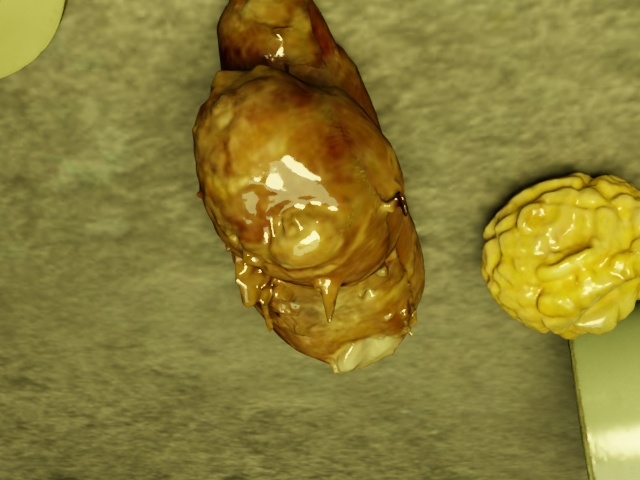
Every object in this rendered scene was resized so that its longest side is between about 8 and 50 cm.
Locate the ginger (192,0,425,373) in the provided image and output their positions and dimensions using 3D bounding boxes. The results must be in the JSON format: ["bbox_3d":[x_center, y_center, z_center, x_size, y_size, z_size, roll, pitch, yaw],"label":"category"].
[{"bbox_3d":[0.000,0.000,0.695,0.176,0.254,0.418,-10,136,6],"label":"ginger"}]

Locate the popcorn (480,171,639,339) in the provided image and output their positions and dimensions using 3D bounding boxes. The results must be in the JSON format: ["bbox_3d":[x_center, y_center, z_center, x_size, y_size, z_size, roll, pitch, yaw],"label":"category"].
[{"bbox_3d":[0.245,0.017,0.754,0.180,0.180,0.170,-37,92,31],"label":"popcorn"}]

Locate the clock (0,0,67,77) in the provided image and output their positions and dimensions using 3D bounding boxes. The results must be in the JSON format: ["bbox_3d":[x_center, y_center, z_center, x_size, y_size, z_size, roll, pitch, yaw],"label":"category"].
[{"bbox_3d":[-0.322,-0.235,0.644,0.234,0.029,0.235,1,132,1],"label":"clock"}]

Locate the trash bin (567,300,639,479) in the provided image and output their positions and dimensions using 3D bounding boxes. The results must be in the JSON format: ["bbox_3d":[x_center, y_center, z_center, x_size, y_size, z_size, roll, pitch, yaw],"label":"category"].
[{"bbox_3d":[0.481,0.163,0.777,0.432,0.280,0.280,-10,130,17],"label":"trash bin"}]
